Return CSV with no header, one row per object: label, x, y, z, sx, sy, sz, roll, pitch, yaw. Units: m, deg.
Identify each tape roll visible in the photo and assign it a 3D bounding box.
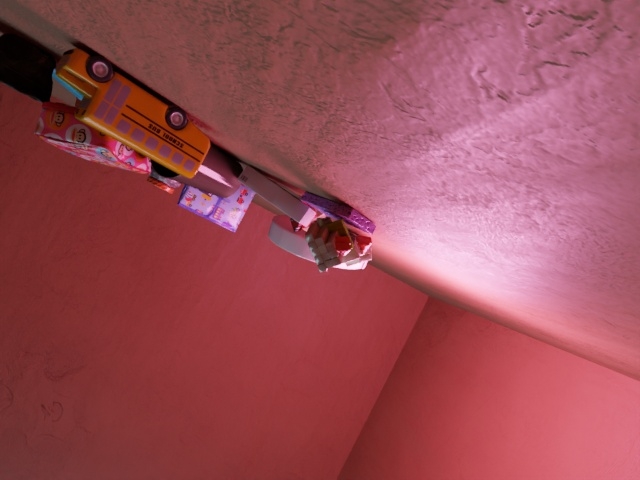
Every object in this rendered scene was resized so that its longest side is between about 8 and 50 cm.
tape roll,0.000,0.000,1.686,0.392,0.072,0.392,16,-168,-4

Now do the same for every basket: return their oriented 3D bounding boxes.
basket,-0.349,-0.221,1.340,0.204,0.154,0.227,20,178,35

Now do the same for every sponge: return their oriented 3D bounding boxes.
sponge,0.047,-0.079,1.267,0.210,0.031,0.117,25,176,46

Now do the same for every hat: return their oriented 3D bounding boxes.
hat,-0.811,-0.474,1.244,0.331,0.134,0.331,35,177,2

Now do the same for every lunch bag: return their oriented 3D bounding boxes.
lunch bag,-0.623,-0.276,1.245,0.258,0.120,0.293,12,177,2
lunch bag,-0.439,-0.199,1.844,0.293,0.221,0.138,29,177,-43

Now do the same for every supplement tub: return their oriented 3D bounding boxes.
supplement tub,-0.502,-0.263,1.529,0.117,0.190,0.117,28,177,1

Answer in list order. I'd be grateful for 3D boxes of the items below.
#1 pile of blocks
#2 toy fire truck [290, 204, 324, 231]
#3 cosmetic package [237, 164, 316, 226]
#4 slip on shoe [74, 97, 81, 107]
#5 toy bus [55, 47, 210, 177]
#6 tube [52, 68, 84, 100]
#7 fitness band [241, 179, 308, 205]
pile of blocks,0.073,-0.005,1.261,0.112,0.149,0.362,-18,174,17
toy fire truck,-0.030,-0.076,1.512,0.192,0.135,0.047,130,120,-69
cosmetic package,-0.131,-0.135,1.374,0.239,0.060,0.099,35,180,12
slip on shoe,-0.863,-0.490,1.811,0.123,0.101,0.331,25,179,9
toy bus,-0.412,-0.275,1.001,0.332,0.130,0.108,29,177,-42
tube,-0.828,-0.518,1.494,0.080,0.052,0.207,16,169,25
fitness band,-0.165,-0.164,1.572,0.291,0.054,0.209,26,178,44
